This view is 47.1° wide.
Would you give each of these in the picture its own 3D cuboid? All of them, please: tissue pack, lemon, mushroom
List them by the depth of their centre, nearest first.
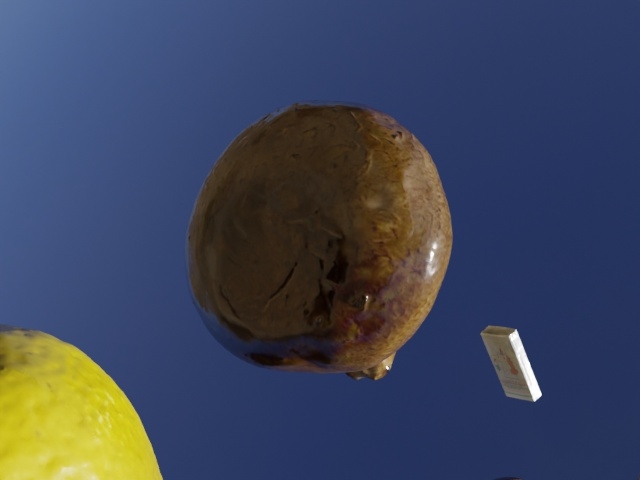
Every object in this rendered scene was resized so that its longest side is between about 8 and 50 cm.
[{"bbox_3d":[-0.220,0.200,0.475,0.245,0.320,0.245,-14,-162,5],"label":"lemon"},{"bbox_3d":[-0.013,-0.002,0.846,0.344,0.239,0.346,0,-89,11],"label":"mushroom"},{"bbox_3d":[0.265,0.171,1.023,0.023,0.108,0.056,-32,-163,-29],"label":"tissue pack"}]

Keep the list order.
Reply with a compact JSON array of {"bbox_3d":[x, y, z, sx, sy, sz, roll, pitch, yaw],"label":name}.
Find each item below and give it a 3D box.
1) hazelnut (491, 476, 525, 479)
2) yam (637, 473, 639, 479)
[{"bbox_3d":[0.327,0.481,1.180,0.178,0.178,0.204,-62,-161,-13],"label":"hazelnut"},{"bbox_3d":[0.406,0.482,0.983,0.081,0.081,0.357,15,-106,49],"label":"yam"}]
